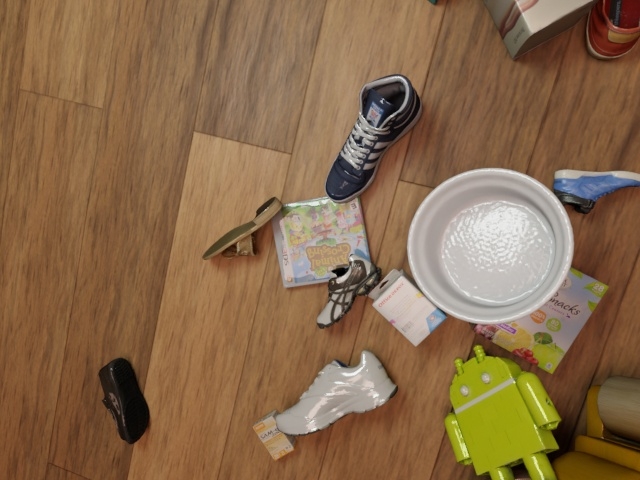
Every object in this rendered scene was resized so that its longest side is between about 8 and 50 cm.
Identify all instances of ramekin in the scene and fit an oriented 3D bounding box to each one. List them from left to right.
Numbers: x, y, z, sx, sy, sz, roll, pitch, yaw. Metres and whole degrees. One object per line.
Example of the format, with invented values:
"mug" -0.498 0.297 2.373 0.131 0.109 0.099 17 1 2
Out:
"ramekin" 0.318 0.014 0.775 0.277 0.135 0.277 -5 81 32

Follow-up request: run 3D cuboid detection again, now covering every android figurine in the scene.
"android figurine" 0.344 0.345 0.805 0.056 0.273 0.248 13 136 -27

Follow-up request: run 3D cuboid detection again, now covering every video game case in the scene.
"video game case" 0.000 0.000 0.934 0.212 0.023 0.193 -10 94 12

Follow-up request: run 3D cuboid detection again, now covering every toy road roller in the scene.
"toy road roller" 0.530 0.404 0.711 0.240 0.202 0.329 14 77 -14

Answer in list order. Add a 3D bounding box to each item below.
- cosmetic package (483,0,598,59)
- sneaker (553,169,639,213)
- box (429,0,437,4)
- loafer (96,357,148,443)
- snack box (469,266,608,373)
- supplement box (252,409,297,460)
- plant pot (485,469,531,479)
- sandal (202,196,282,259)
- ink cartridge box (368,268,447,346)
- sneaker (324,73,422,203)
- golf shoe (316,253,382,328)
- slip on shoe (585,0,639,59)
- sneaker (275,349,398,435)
"cosmetic package" 0.360 -0.512 0.746 0.129 0.153 0.296 -27 89 14
"sneaker" 0.539 -0.091 0.799 0.152 0.058 0.084 5 91 15
"box" 0.148 -0.578 0.805 0.244 0.100 0.060 38 102 6
"loafer" -0.513 0.414 1.059 0.078 0.080 0.220 -16 88 22
"snack box" 0.437 0.134 0.838 0.174 0.070 0.207 28 99 8
"supplement box" -0.110 0.474 0.999 0.062 0.036 0.098 -35 88 12
"plant pot" 0.427 0.579 0.867 0.237 0.110 0.237 1 96 12
"sandal" -0.164 0.001 0.938 0.240 0.088 0.079 -36 112 20
"ink cartridge box" 0.183 0.134 0.878 0.143 0.090 0.092 45 102 5
"sneaker" 0.090 -0.202 0.821 0.099 0.153 0.282 42 100 15
"golf shoe" 0.043 0.109 0.902 0.094 0.077 0.198 41 109 -2
"slip on shoe" 0.552 -0.508 0.734 0.123 0.101 0.331 4 95 13
"sneaker" 0.024 0.351 0.940 0.297 0.111 0.129 -28 74 9
